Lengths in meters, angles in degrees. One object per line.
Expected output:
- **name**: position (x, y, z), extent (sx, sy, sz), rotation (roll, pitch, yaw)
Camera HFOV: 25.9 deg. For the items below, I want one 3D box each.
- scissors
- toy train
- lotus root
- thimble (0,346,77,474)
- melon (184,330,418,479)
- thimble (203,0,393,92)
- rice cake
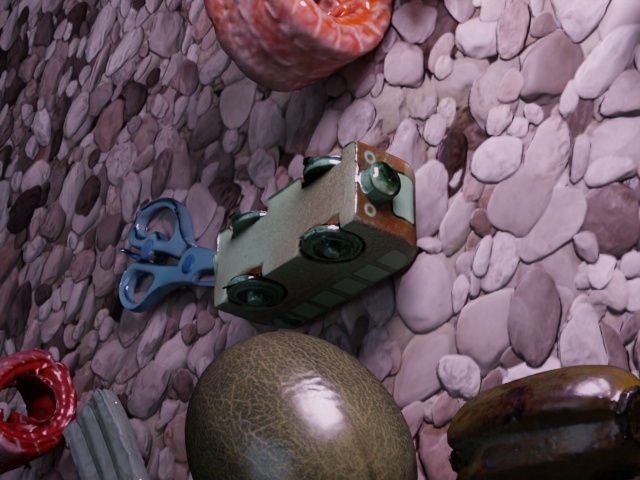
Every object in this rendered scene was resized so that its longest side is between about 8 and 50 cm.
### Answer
- **scissors**: position (-0.181, 0.030, 1.994), extent (0.393, 0.032, 0.180), rotation (6, 79, 53)
- **toy train**: position (0.000, 0.000, 1.686), extent (0.326, 0.159, 0.129), rotation (-33, 48, 43)
- **lotus root**: position (0.225, 0.189, 1.353), extent (0.241, 0.123, 0.124), rotation (-20, 86, 42)
- **thimble**: position (-0.472, 0.264, 2.128), extent (0.125, 0.163, 0.189), rotation (-28, 11, 42)
- **melon**: position (-0.021, 0.237, 1.537), extent (0.237, 0.237, 0.301), rotation (-59, 42, 14)
- **thimble**: position (-0.025, -0.326, 1.807), extent (0.162, 0.239, 0.239), rotation (-23, 57, 44)
- **rice cake**: position (-0.310, 0.321, 2.017), extent (0.124, 0.038, 0.211), rotation (-50, 42, 24)
